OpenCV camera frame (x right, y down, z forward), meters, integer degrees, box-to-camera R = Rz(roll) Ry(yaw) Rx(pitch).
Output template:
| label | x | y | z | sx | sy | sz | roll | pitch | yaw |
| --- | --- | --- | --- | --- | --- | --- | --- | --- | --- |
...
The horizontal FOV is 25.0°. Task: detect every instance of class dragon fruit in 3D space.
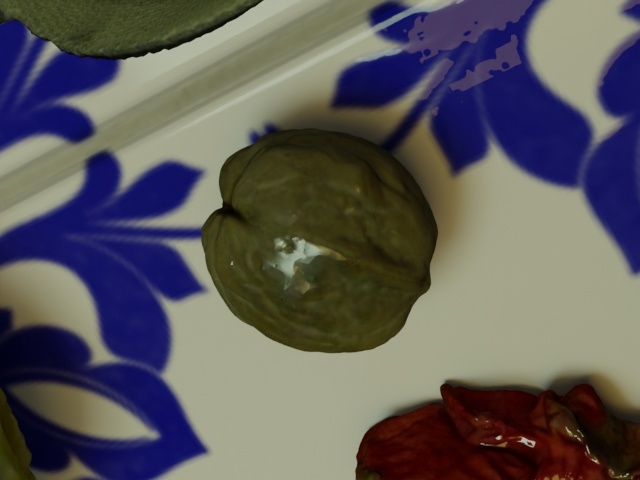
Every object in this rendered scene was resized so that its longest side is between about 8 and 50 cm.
| label | x | y | z | sx | sy | sz | roll | pitch | yaw |
| --- | --- | --- | --- | --- | --- | --- | --- | --- | --- |
| dragon fruit | 0.083 | 0.087 | 0.596 | 0.131 | 0.063 | 0.097 | -30 | 139 | 23 |

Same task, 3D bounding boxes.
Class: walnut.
| label | x | y | z | sx | sy | sz | roll | pitch | yaw |
| --- | --- | --- | --- | --- | --- | --- | --- | --- | --- |
| walnut | 0.000 | 0.000 | 0.546 | 0.092 | 0.092 | 0.092 | 5 | 116 | 9 |

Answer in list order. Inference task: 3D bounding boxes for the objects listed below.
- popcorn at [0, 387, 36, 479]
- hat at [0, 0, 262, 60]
| label | x | y | z | sx | sy | sz | roll | pitch | yaw |
| --- | --- | --- | --- | --- | --- | --- | --- | --- | --- |
| popcorn | -0.214 | 0.124 | 0.591 | 0.198 | 0.212 | 0.198 | 23 | 149 | 15 |
| hat | 0.000 | -0.159 | 0.441 | 0.110 | 0.252 | 0.252 | 16 | 128 | -44 |
